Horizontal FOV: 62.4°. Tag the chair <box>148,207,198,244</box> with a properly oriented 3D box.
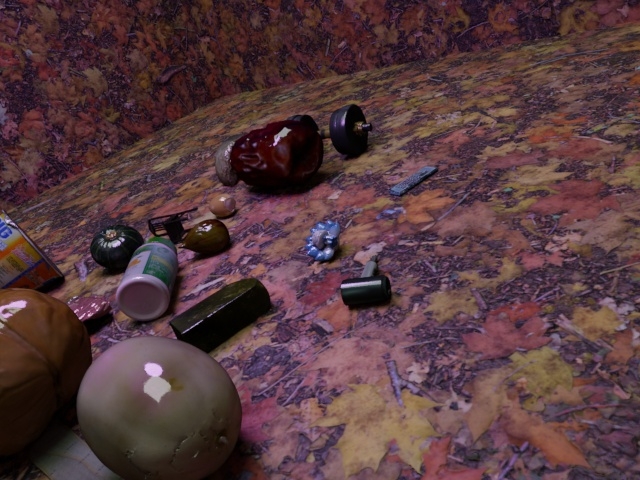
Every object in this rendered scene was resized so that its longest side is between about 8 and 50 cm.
[{"bbox_3d":[-0.510,-0.040,1.784,0.213,0.084,0.101,-11,24,17],"label":"chair"}]

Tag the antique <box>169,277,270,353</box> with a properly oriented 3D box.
[{"bbox_3d":[-0.218,0.166,1.191,0.221,0.081,0.080,-33,31,-26],"label":"antique"}]

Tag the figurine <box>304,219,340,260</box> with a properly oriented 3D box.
[{"bbox_3d":[0.000,0.000,1.355,0.114,0.079,0.114,-10,72,32],"label":"figurine"}]

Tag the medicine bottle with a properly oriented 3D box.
[{"bbox_3d":[-0.460,0.093,1.440,0.134,0.133,0.274,-19,25,2],"label":"medicine bottle"}]

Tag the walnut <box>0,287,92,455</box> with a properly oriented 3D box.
[{"bbox_3d":[-0.676,0.256,1.075,0.398,0.307,0.354,-8,24,20],"label":"walnut"}]

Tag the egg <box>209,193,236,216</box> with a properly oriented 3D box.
[{"bbox_3d":[-0.339,-0.121,1.819,0.097,0.080,0.080,-1,32,34],"label":"egg"}]

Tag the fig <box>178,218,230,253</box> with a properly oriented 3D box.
[{"bbox_3d":[-0.351,-0.004,1.582,0.155,0.103,0.109,-24,3,-26],"label":"fig"}]

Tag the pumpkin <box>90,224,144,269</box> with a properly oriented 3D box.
[{"bbox_3d":[-0.660,0.021,1.721,0.167,0.125,0.167,-8,52,10],"label":"pumpkin"}]

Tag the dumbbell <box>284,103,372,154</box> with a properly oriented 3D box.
[{"bbox_3d":[0.017,-0.398,1.986,0.389,0.185,0.185,-1,32,33],"label":"dumbbell"}]

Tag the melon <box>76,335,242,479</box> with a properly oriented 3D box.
[{"bbox_3d":[-0.264,0.272,0.861,0.317,0.223,0.223,11,40,41],"label":"melon"}]

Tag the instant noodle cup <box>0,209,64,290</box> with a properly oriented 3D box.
[{"bbox_3d":[-1.021,0.077,1.720,0.214,0.296,0.296,-43,33,-21],"label":"instant noodle cup"}]

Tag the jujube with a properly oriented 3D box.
[{"bbox_3d":[-0.156,-0.297,1.862,0.377,0.258,0.258,-9,26,47],"label":"jujube"}]

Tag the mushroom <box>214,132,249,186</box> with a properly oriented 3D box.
[{"bbox_3d":[-0.320,-0.352,2.155,0.267,0.164,0.190,-29,29,-17],"label":"mushroom"}]

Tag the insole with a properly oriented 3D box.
[{"bbox_3d":[-0.430,0.408,0.955,0.349,0.009,0.119,5,36,40],"label":"insole"}]

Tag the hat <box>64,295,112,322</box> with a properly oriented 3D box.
[{"bbox_3d":[-0.719,0.219,1.406,0.237,0.107,0.286,-4,24,49],"label":"hat"}]

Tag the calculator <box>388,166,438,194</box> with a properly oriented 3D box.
[{"bbox_3d":[0.276,-0.180,1.579,0.172,0.018,0.057,-32,30,-26],"label":"calculator"}]

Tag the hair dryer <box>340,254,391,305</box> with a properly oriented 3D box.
[{"bbox_3d":[0.112,0.075,1.176,0.101,0.057,0.197,-9,23,18],"label":"hair dryer"}]
